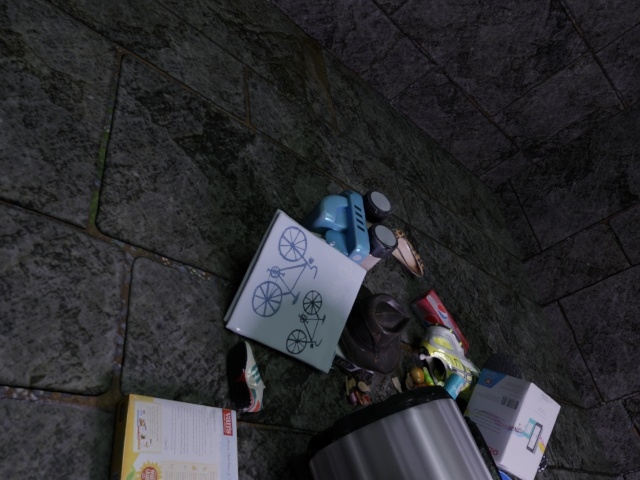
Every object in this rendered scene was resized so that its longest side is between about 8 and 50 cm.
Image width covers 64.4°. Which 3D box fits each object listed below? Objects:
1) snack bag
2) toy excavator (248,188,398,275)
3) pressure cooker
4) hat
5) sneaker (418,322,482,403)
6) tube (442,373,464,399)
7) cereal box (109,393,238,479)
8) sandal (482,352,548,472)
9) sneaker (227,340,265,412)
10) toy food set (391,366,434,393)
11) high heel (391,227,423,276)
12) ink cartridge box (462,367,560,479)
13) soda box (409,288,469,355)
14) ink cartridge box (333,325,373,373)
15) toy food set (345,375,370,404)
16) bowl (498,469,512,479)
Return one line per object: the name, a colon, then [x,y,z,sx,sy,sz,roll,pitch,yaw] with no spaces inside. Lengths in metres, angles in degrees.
snack bag: [-0.045,0.138,1.317,0.342,0.037,0.323,32,71,-30]
toy excavator: [0.000,0.000,1.542,0.445,0.222,0.433,19,46,-26]
pressure cooker: [0.195,0.566,1.062,0.369,0.375,0.420,18,40,-48]
hat: [0.180,0.236,1.510,0.331,0.134,0.331,36,36,-31]
sneaker: [0.469,0.479,1.797,0.147,0.145,0.385,-43,99,-32]
tube: [0.398,0.525,1.641,0.207,0.052,0.080,-46,109,-32]
cereal box: [-0.259,0.388,0.932,0.240,0.047,0.173,27,41,-39]
sandal: [0.740,0.666,1.976,0.107,0.167,0.446,48,29,-66]
sneaker: [-0.162,0.309,1.144,0.075,0.057,0.161,42,28,-53]
toy food set: [0.321,0.472,1.630,0.192,0.038,0.132,-1,60,-46]
high heel: [0.325,0.052,1.996,0.261,0.093,0.186,16,42,-58]
ink cartridge box: [0.611,0.603,1.670,0.197,0.198,0.270,38,73,-28]
soda box: [0.456,0.325,1.937,0.263,0.083,0.092,56,31,1]
ink cartridge box: [0.070,0.271,1.493,0.208,0.045,0.206,35,37,-29]
toy food set: [0.100,0.426,1.419,0.122,0.019,0.078,39,34,-39]
bowl: [0.550,0.902,1.525,0.391,0.077,0.391,33,39,-32]
